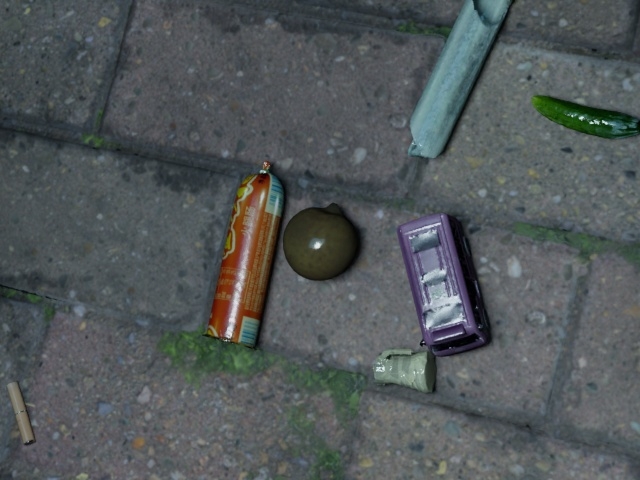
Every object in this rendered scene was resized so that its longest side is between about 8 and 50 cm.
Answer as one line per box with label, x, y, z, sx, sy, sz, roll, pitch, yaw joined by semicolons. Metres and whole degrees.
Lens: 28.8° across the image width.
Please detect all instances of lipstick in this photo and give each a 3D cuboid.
lipstick;-0.439;0.253;1.825;0.019;0.019;0.094;-24;73;12

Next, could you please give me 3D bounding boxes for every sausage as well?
sausage;-0.098;0.017;1.732;0.083;0.083;0.264;9;81;19

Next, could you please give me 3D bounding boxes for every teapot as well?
teapot;0.107;0.169;1.645;0.083;0.067;0.057;-1;35;25

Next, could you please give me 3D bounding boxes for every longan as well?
longan;0.000;0.000;1.693;0.113;0.092;0.113;-16;55;24

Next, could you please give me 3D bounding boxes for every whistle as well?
whistle;0.195;-0.254;1.691;0.062;0.062;0.312;25;89;20

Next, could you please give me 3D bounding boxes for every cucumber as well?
cucumber;0.352;-0.159;1.636;0.168;0.039;0.039;18;86;23

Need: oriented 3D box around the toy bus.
toy bus;0.157;0.059;1.626;0.087;0.098;0.178;-17;76;14
